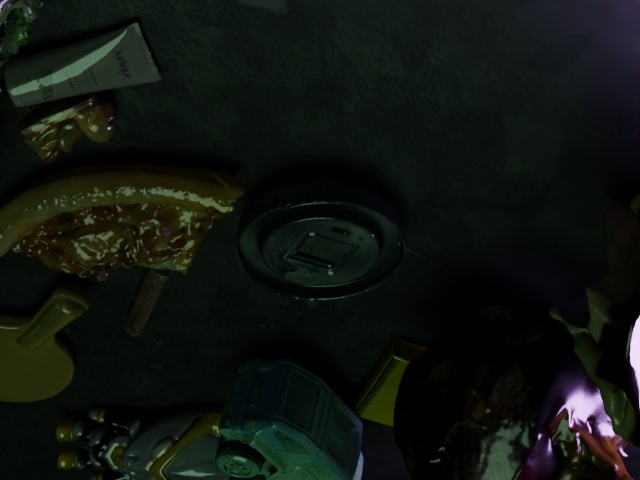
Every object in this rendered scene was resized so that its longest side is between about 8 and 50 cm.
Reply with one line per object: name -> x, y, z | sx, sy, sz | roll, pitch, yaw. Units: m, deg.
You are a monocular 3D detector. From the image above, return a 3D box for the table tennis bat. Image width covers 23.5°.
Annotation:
table tennis bat -> -0.419, 0.147, 2.161 | 0.198, 0.050, 0.321 | 28, 137, -24

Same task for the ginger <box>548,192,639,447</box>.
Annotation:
ginger -> 0.387, 0.076, 1.827 | 0.211, 0.358, 0.413 | 23, 170, 40

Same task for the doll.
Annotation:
doll -> -0.234, 0.313, 2.287 | 0.316, 0.146, 0.103 | 5, 175, 10

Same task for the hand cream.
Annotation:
hand cream -> -0.284, -0.196, 1.774 | 0.186, 0.054, 0.087 | -12, 134, 8

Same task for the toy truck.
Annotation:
toy truck -> -0.033, 0.290, 2.182 | 0.156, 0.155, 0.279 | -12, 136, 31

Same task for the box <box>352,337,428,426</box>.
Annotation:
box -> 0.202, 0.230, 2.190 | 0.279, 0.041, 0.153 | 17, 138, -12

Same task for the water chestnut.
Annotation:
water chestnut -> 0.283, 0.254, 1.971 | 0.347, 0.335, 0.335 | 21, 151, 39

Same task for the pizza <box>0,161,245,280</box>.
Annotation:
pizza -> -0.261, -0.019, 1.941 | 0.365, 0.074, 0.182 | -5, 128, 12

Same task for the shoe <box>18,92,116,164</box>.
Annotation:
shoe -> -0.298, -0.136, 1.824 | 0.109, 0.072, 0.069 | -31, 125, -17

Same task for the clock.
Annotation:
clock -> 0.000, 0.000, 1.936 | 0.215, 0.042, 0.215 | -1, 144, 0

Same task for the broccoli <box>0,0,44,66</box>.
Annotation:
broccoli -> -0.408, -0.254, 1.580 | 0.265, 0.245, 0.294 | -18, 148, 29

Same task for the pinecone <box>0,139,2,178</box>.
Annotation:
pinecone -> -0.464, -0.104, 1.805 | 0.185, 0.169, 0.212 | 11, 113, -14

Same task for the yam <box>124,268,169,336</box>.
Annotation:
yam -> -0.234, 0.078, 2.076 | 0.032, 0.032, 0.145 | 17, 137, -12
